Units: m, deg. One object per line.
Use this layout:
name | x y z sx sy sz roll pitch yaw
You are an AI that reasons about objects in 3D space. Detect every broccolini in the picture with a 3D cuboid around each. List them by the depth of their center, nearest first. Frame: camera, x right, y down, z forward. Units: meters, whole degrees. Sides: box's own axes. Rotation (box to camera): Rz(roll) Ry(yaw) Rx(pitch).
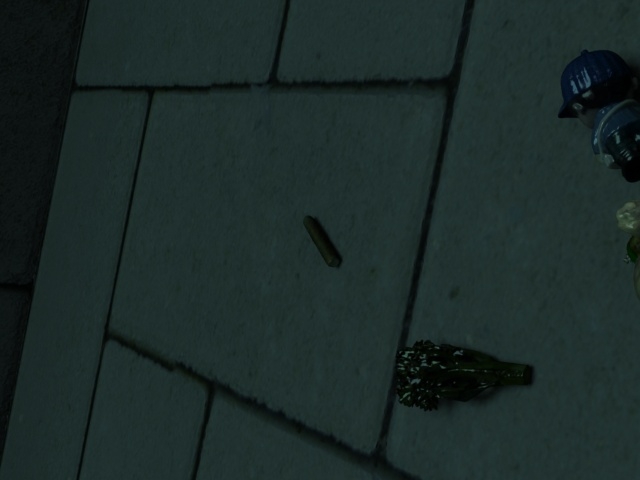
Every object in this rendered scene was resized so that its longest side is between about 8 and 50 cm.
broccolini | 0.156 0.149 1.390 0.202 0.068 0.091 -21 44 54

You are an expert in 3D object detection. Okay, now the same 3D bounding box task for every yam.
yam | 0.000 0.000 1.730 0.021 0.021 0.116 -64 34 25

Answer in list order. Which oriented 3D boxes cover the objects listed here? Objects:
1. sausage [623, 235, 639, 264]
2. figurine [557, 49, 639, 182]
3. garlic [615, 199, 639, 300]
sausage | 0.375 -0.057 1.122 0.269 0.032 0.033 -50 42 40
figurine | 0.298 -0.129 1.233 0.086 0.087 0.149 -27 50 7
garlic | 0.320 0.020 1.007 0.199 0.226 0.199 -25 58 48
